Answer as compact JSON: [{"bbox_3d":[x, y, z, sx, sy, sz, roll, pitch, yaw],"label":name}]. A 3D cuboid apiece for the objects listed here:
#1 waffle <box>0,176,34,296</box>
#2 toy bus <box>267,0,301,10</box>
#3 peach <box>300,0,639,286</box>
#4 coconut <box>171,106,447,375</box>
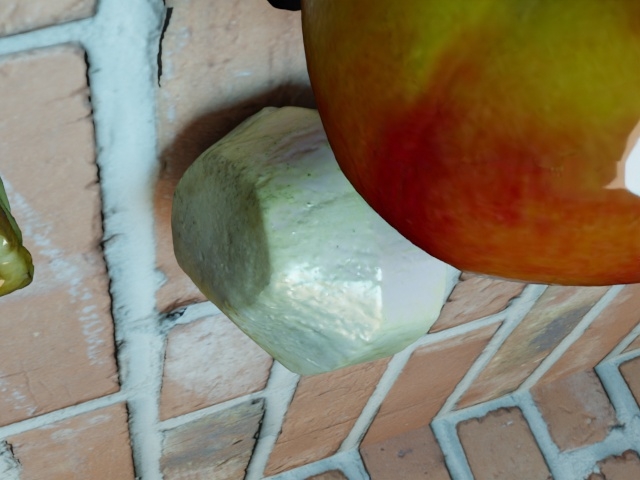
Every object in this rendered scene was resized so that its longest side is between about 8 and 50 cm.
[{"bbox_3d":[-0.284,-0.044,0.495,0.212,0.091,0.308,-20,149,-7],"label":"waffle"},{"bbox_3d":[-0.047,-0.209,0.654,0.057,0.072,0.172,-27,158,12],"label":"toy bus"},{"bbox_3d":[0.178,-0.141,0.648,0.388,0.388,0.388,-19,156,-9],"label":"peach"},{"bbox_3d":[0.000,0.000,0.946,0.259,0.259,0.259,-19,156,-9],"label":"coconut"}]
